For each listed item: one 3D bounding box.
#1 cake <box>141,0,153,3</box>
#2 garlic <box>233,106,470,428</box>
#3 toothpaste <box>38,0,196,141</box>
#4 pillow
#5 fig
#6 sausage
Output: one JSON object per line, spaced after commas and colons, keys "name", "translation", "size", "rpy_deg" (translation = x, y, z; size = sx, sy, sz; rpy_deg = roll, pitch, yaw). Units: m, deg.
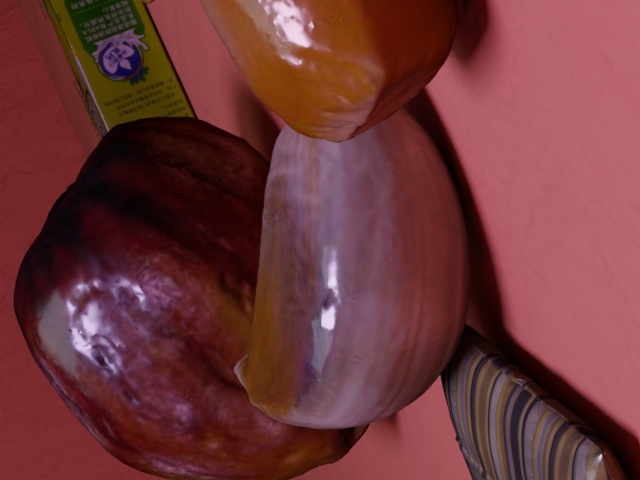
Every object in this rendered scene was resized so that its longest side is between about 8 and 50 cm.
{"name": "cake", "translation": [-0.127, -0.212, 1.403], "size": [0.084, 0.044, 0.084], "rpy_deg": [159, 90, -82]}
{"name": "garlic", "translation": [0.005, -0.007, 0.899], "size": [0.129, 0.090, 0.198], "rpy_deg": [17, 117, 48]}
{"name": "toothpaste", "translation": [-0.191, -0.182, 1.740], "size": [0.110, 0.077, 0.327], "rpy_deg": [101, 146, -70]}
{"name": "pillow", "translation": [0.098, 0.107, 0.871], "size": [0.203, 0.038, 0.113], "rpy_deg": [-139, 29, -70]}
{"name": "fig", "translation": [-0.088, 0.045, 1.287], "size": [0.224, 0.224, 0.263], "rpy_deg": [100, 147, -73]}
{"name": "sausage", "translation": [-0.030, -0.171, 0.766], "size": [0.105, 0.105, 0.274], "rpy_deg": [117, 130, -78]}
